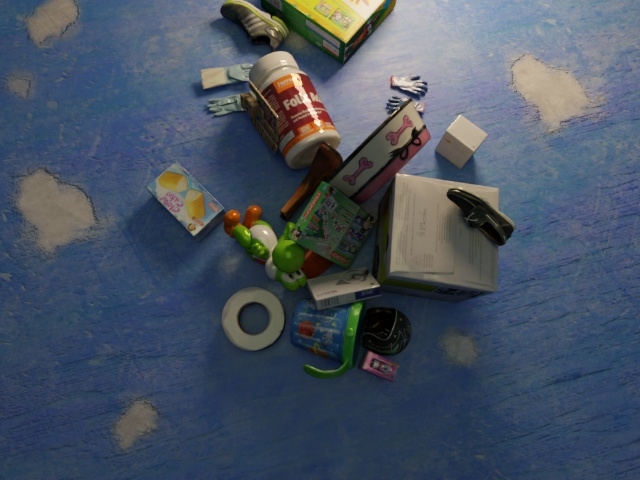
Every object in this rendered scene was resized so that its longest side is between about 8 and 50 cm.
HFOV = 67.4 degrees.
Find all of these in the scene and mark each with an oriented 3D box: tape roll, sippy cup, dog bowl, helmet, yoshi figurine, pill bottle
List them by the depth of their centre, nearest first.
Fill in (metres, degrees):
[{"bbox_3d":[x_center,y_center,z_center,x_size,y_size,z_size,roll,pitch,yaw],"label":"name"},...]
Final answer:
[{"bbox_3d":[0.023,0.293,1.616,0.224,0.305,0.240,10,106,12],"label":"sippy cup"},{"bbox_3d":[0.228,0.310,1.630,0.162,0.169,0.169,2,75,17],"label":"helmet"},{"bbox_3d":[-0.167,0.008,1.641,0.203,0.203,0.362,-45,66,-2],"label":"yoshi figurine"},{"bbox_3d":[0.211,-0.295,1.677,0.408,0.408,0.150,-44,92,-11],"label":"dog bowl"},{"bbox_3d":[-0.232,0.275,1.681,0.219,0.072,0.219,0,75,-1],"label":"tape roll"},{"bbox_3d":[-0.103,-0.487,1.793,0.224,0.224,0.392,-25,79,-7],"label":"pill bottle"}]

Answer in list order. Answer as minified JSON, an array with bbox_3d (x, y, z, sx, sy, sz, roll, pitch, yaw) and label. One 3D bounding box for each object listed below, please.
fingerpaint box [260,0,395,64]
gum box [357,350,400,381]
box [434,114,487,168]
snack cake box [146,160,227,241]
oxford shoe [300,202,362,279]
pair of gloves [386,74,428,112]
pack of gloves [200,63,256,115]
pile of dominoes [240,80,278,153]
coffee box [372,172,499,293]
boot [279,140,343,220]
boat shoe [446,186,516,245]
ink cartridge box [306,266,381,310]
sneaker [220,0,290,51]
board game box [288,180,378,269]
[{"bbox_3d":[0.036,-1.002,1.957,0.445,0.163,0.371,37,79,7],"label":"fingerpaint box"},{"bbox_3d":[0.191,0.418,1.594,0.107,0.188,0.062,22,77,5],"label":"gum box"},{"bbox_3d":[0.526,-0.367,1.806,0.130,0.170,0.091,40,78,7],"label":"box"},{"bbox_3d":[-0.491,-0.143,1.770,0.264,0.089,0.152,43,78,9],"label":"snack cake box"},{"bbox_3d":[0.000,0.000,1.750,0.363,0.130,0.133,-50,49,-5],"label":"oxford shoe"},{"bbox_3d":[0.350,-0.582,1.933,0.159,0.023,0.198,9,75,3],"label":"pair of gloves"},{"bbox_3d":[-0.348,-0.598,1.921,0.232,0.046,0.195,-9,88,0],"label":"pack of gloves"},{"bbox_3d":[-0.226,-0.443,1.764,0.040,0.196,0.251,-22,57,-20],"label":"pile of dominoes"},{"bbox_3d":[0.371,0.008,1.623,0.338,0.334,0.337,8,76,-2],"label":"coffee box"},{"bbox_3d":[-0.053,-0.207,1.707,0.096,0.264,0.280,43,77,-1],"label":"boot"},{"bbox_3d":[0.471,-0.077,1.435,0.233,0.084,0.079,38,76,2],"label":"boat shoe"},{"bbox_3d":[0.067,0.147,1.633,0.223,0.224,0.045,-12,111,-10],"label":"ink cartridge box"},{"bbox_3d":[-0.280,-0.874,1.950,0.300,0.111,0.121,25,81,7],"label":"sneaker"},{"bbox_3d":[0.052,-0.042,1.627,0.046,0.317,0.213,33,92,40],"label":"board game box"}]
